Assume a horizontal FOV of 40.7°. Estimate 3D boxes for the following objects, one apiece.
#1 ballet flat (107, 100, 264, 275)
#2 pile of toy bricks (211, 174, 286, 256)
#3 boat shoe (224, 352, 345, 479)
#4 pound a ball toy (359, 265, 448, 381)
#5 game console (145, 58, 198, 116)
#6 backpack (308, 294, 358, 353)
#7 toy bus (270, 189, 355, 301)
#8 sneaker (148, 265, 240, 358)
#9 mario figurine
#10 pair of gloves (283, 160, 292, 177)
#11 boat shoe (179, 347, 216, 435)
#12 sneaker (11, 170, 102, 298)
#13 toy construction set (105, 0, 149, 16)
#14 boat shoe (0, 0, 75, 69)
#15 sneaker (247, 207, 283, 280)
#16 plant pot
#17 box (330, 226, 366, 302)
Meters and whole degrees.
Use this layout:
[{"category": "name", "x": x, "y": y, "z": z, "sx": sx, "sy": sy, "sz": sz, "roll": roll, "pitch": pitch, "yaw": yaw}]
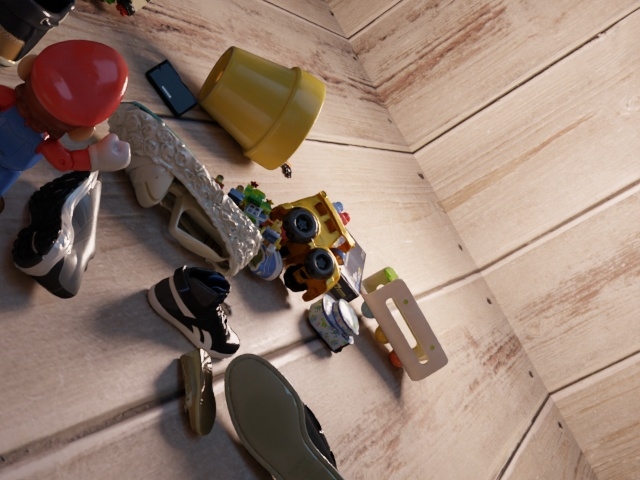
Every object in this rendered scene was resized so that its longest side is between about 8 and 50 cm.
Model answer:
[{"category": "ballet flat", "x": -0.263, "y": -0.082, "z": 1.629, "sx": 0.409, "sy": 0.147, "sz": 0.147, "roll": 47, "pitch": 24, "yaw": -26}, {"category": "pile of toy bricks", "x": -0.150, "y": -0.075, "z": 1.777, "sx": 0.212, "sy": 0.118, "sz": 0.105, "roll": 32, "pitch": 56, "yaw": -5}, {"category": "boat shoe", "x": -0.058, "y": 0.348, "z": 1.515, "sx": 0.340, "sy": 0.127, "sz": 0.113, "roll": 51, "pitch": -9, "yaw": 1}, {"category": "pound a ball toy", "x": 0.207, "y": 0.229, "z": 2.260, "sx": 0.319, "sy": 0.136, "sz": 0.208, "roll": 60, "pitch": -1, "yaw": -16}, {"category": "game console", "x": -0.340, "y": -0.342, "z": 1.963, "sx": 0.122, "sy": 0.071, "sz": 0.107, "roll": 54, "pitch": 51, "yaw": -11}, {"category": "backpack", "x": 0.031, "y": 0.181, "z": 1.973, "sx": 0.114, "sy": 0.084, "sz": 0.105, "roll": 47, "pitch": 21, "yaw": -21}, {"category": "toy bus", "x": 0.000, "y": 0.000, "z": 1.948, "sx": 0.211, "sy": 0.149, "sz": 0.220, "roll": -26, "pitch": 86, "yaw": -34}, {"category": "sneaker", "x": -0.185, "y": 0.125, "z": 1.510, "sx": 0.217, "sy": 0.121, "sz": 0.079, "roll": 42, "pitch": 27, "yaw": -37}, {"category": "mario figurine", "x": -0.384, "y": -0.161, "z": 1.179, "sx": 0.198, "sy": 0.321, "sz": 0.170, "roll": 34, "pitch": 32, "yaw": -48}, {"category": "pair of gloves", "x": -0.103, "y": -0.206, "z": 2.311, "sx": 0.083, "sy": 0.010, "sz": 0.074, "roll": 49, "pitch": 21, "yaw": -30}, {"category": "boat shoe", "x": -0.206, "y": 0.250, "z": 1.415, "sx": 0.056, "sy": 0.048, "sz": 0.153, "roll": 50, "pitch": 25, "yaw": -54}, {"category": "sneaker", "x": -0.387, "y": -0.019, "z": 1.318, "sx": 0.271, "sy": 0.100, "sz": 0.108, "roll": -87, "pitch": 155, "yaw": -51}, {"category": "toy construction set", "x": -0.464, "y": -0.621, "z": 1.883, "sx": 0.215, "sy": 0.151, "sz": 0.328, "roll": 44, "pitch": 2, "yaw": 17}, {"category": "boat shoe", "x": -0.515, "y": -0.479, "z": 1.563, "sx": 0.187, "sy": 0.156, "sz": 0.500, "roll": 45, "pitch": 23, "yaw": -28}, {"category": "sneaker", "x": -0.145, "y": -0.015, "z": 1.853, "sx": 0.081, "sy": 0.080, "sz": 0.211, "roll": 14, "pitch": 47, "yaw": -64}, {"category": "plant pot", "x": -0.154, "y": -0.335, "z": 2.078, "sx": 0.239, "sy": 0.254, "sz": 0.254, "roll": 31, "pitch": 31, "yaw": -22}, {"category": "box", "x": 0.037, "y": 0.034, "z": 2.224, "sx": 0.183, "sy": 0.059, "sz": 0.232, "roll": 51, "pitch": 22, "yaw": -17}]
